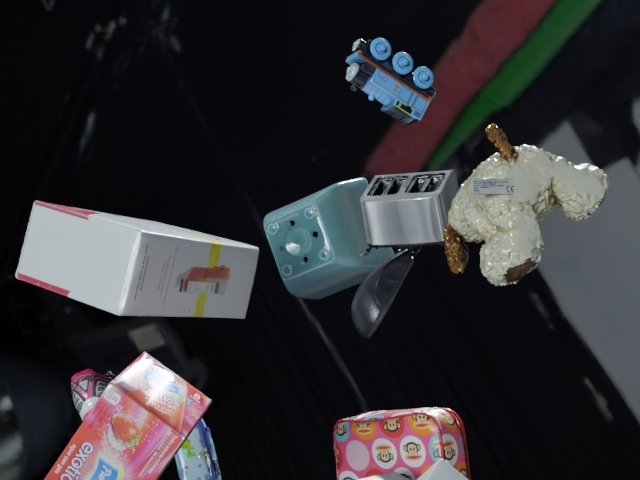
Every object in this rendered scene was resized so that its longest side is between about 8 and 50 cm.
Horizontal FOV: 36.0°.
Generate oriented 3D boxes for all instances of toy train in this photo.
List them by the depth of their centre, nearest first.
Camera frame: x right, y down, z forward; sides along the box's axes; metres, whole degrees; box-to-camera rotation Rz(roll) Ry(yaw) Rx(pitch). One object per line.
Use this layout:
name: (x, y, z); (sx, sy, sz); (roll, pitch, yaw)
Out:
toy train: (0.127, -0.295, 1.821); (0.105, 0.184, 0.080); (-64, 17, -14)

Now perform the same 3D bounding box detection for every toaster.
toaster: (0.172, -0.058, 1.901); (0.168, 0.110, 0.185); (-3, 25, 22)

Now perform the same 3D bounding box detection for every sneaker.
sneaker: (-0.422, 0.323, 1.997); (0.121, 0.112, 0.299); (-26, -13, -7)

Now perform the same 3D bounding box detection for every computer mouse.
computer mouse: (0.124, 0.089, 2.022); (0.272, 0.072, 0.188); (-57, -3, -44)

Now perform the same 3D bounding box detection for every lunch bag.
lunch bag: (0.170, 0.486, 2.063); (0.293, 0.258, 0.120); (-11, -7, 38)
lunch bag: (-0.274, 0.484, 2.174); (0.090, 0.176, 0.219); (-14, -21, -9)

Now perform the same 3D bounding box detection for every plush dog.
plush dog: (0.280, -0.062, 1.549); (0.262, 0.210, 0.225); (-40, 2, -22)

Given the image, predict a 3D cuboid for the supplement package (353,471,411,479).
supplement package: (0.123, 0.587, 1.872); (0.134, 0.139, 0.244); (-1, -78, -37)

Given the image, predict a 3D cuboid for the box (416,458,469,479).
box: (0.194, 0.430, 1.432); (0.130, 0.170, 0.091); (-45, -9, -42)

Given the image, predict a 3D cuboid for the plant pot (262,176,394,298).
plant pot: (0.000, 0.000, 2.372); (0.247, 0.247, 0.252); (-23, -7, 22)

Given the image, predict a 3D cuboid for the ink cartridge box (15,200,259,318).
ink cartridge box: (-0.345, 0.044, 1.928); (0.385, 0.279, 0.160); (11, -88, -60)

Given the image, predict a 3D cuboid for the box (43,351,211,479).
box: (-0.321, 0.346, 1.544); (0.300, 0.142, 0.154); (-54, -1, 16)
